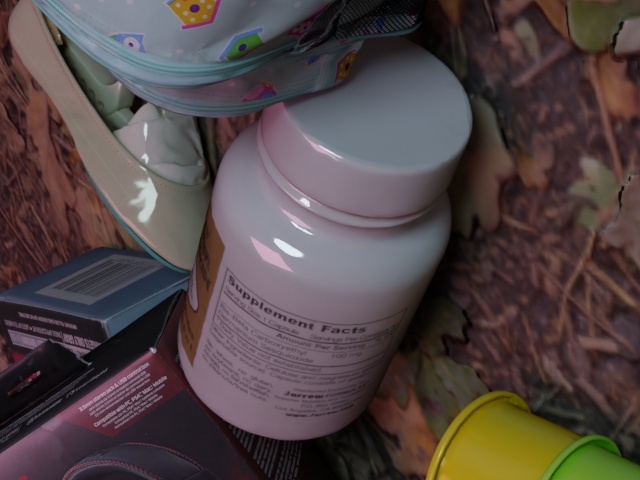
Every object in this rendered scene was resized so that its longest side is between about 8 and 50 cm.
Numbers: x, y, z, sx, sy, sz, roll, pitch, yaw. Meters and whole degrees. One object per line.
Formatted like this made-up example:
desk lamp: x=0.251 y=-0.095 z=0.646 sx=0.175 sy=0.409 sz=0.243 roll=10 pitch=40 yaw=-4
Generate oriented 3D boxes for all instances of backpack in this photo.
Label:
backpack: x=-0.050 y=-0.141 z=0.566 sx=0.166 sy=0.188 sz=0.144 roll=49 pitch=129 yaw=20

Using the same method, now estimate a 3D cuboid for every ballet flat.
ballet flat: x=-0.136 y=-0.090 z=0.895 sx=0.248 sy=0.086 sz=0.086 roll=52 pitch=145 yaw=18

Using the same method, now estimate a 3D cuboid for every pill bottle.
pill bottle: x=0.000 y=0.000 z=0.717 sx=0.131 sy=0.131 sz=0.229 roll=47 pitch=144 yaw=22

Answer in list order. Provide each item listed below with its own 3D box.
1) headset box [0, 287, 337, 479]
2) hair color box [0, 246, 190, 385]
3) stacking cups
headset box: x=-0.113 y=0.193 z=0.862 sx=0.218 sy=0.110 sz=0.293 roll=-33 pitch=103 yaw=14
hair color box: x=-0.115 y=0.201 z=1.030 sx=0.185 sy=0.113 sz=0.375 roll=5 pitch=117 yaw=52
stacking cups: x=0.199 y=0.163 z=0.616 sx=0.316 sy=0.096 sz=0.096 roll=18 pitch=126 yaw=41
